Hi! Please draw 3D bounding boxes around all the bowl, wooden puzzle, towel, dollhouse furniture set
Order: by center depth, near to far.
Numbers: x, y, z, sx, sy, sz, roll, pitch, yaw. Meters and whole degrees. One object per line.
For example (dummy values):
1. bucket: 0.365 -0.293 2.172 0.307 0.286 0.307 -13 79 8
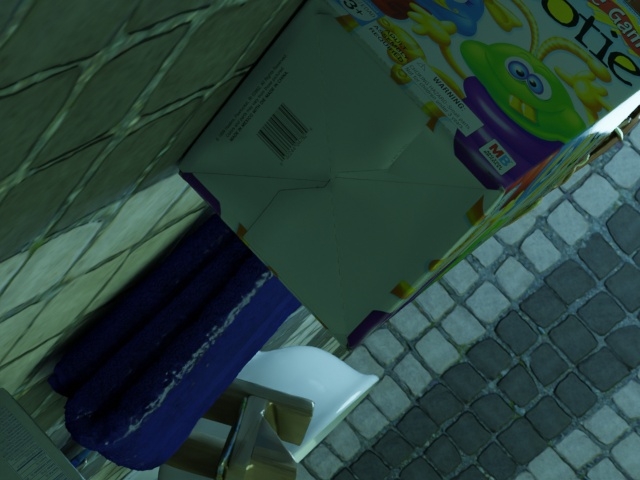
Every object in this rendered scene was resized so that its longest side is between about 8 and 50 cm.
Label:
1. towel: -0.091 0.062 1.213 0.227 0.076 0.308 -50 174 -8
2. dollhouse furniture set: -0.194 0.348 1.565 0.394 0.256 0.362 106 0 -57
3. wooden puzzle: -0.253 0.240 1.586 0.078 0.014 0.116 -39 172 -37
4. bowl: -0.084 0.212 1.906 0.298 0.134 0.298 -43 174 -5

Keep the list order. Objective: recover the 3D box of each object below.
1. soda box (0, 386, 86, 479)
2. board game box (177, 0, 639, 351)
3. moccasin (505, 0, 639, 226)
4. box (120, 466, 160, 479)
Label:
1. soda box: -0.271 0.217 0.988 0.286 0.091 0.098 -40 173 -29
2. board game box: 0.073 -0.076 0.973 0.144 0.142 0.275 -48 172 36
3. moccasin: 0.208 -0.110 1.689 0.380 0.139 0.147 -36 -174 22
4. box: -0.246 0.375 2.144 0.113 0.094 0.275 -38 172 -36
